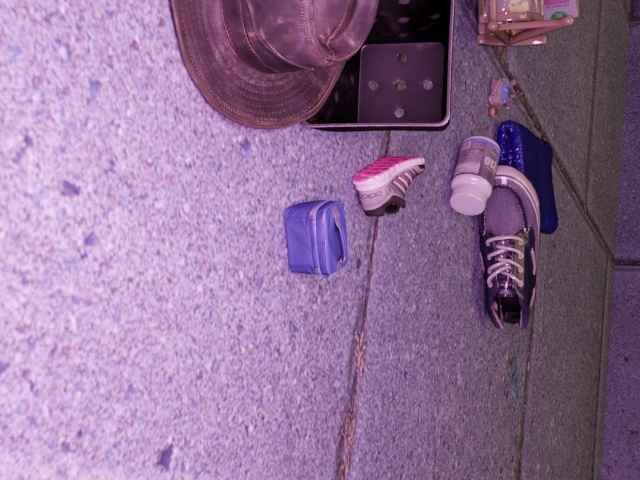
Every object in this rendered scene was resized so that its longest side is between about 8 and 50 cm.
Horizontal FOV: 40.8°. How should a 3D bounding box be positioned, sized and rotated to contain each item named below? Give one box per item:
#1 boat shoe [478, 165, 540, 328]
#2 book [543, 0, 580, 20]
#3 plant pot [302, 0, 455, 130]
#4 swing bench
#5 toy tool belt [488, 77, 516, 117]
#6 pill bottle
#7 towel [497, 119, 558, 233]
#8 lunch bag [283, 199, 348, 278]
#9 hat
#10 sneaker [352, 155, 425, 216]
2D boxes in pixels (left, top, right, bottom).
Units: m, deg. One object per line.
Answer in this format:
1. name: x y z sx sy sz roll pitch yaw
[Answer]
1. boat shoe: 0.379 0.026 1.727 0.158 0.127 0.341 -70 148 -46
2. book: 0.585 -0.619 2.138 0.144 0.096 0.035 65 37 -38
3. plant pot: 0.090 -0.225 1.142 0.167 0.188 0.188 20 72 -74
4. swing bench: 0.380 -0.519 1.666 0.255 0.165 0.253 -67 154 -85
5. toy tool belt: 0.384 -0.301 1.812 0.052 0.051 0.083 34 61 -57
6. pill bottle: 0.286 -0.120 1.605 0.078 0.078 0.137 56 43 -47
7. towel: 0.464 -0.137 1.959 0.308 0.076 0.228 10 75 -61
8. lunch bag: 0.000 0.000 1.079 0.067 0.065 0.099 -29 116 -58
9. hat: -0.019 -0.287 0.927 0.331 0.133 0.332 -6 98 -49
10. sneaker: 0.105 -0.080 1.283 0.170 0.063 0.075 -31 117 -53
